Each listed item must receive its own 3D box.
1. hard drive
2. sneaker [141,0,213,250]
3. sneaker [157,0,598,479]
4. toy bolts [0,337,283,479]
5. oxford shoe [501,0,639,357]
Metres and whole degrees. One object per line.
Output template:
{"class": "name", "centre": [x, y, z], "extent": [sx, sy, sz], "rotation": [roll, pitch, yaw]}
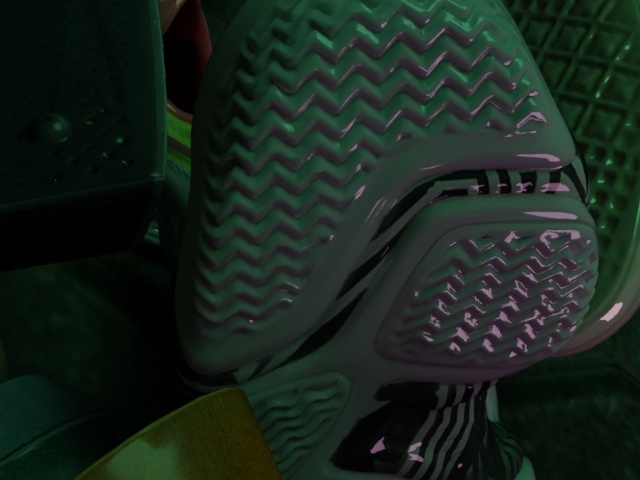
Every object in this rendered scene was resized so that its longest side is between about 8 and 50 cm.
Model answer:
{"class": "hard drive", "centre": [-0.149, -0.081, 0.622], "extent": [0.172, 0.054, 0.254], "rotation": [-10, 46, -5]}
{"class": "sneaker", "centre": [-0.096, -0.101, 0.749], "extent": [0.208, 0.094, 0.081], "rotation": [50, 35, 5]}
{"class": "sneaker", "centre": [0.000, 0.000, 0.603], "extent": [0.137, 0.365, 0.210], "rotation": [-17, 50, -7]}
{"class": "toy bolts", "centre": [-0.118, 0.070, 0.483], "extent": [0.158, 0.218, 0.228], "rotation": [50, 15, 12]}
{"class": "oxford shoe", "centre": [0.126, -0.117, 0.976], "extent": [0.130, 0.169, 0.449], "rotation": [47, 26, -46]}
